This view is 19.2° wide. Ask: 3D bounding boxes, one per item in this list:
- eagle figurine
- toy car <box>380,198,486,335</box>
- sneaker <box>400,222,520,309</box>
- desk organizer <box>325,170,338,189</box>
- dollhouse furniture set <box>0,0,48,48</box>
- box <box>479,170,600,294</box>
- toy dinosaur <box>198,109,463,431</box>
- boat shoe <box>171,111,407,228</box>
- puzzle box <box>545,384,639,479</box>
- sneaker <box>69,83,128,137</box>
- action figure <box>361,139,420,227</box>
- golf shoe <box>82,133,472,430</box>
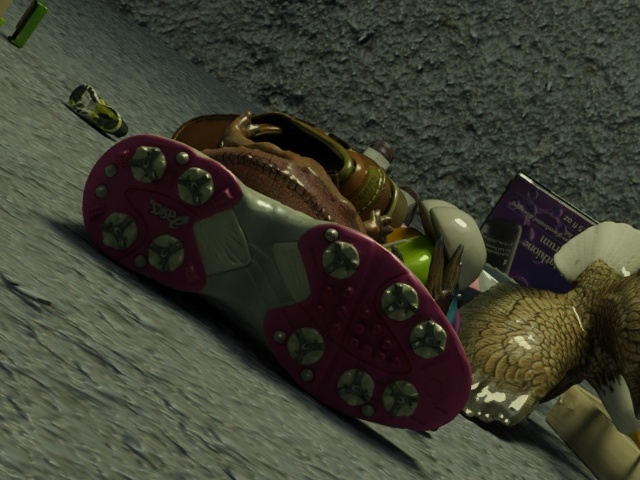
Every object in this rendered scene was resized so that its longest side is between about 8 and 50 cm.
[{"bbox_3d":[0.257,0.095,1.779,0.225,0.226,0.298,37,5,24],"label":"eagle figurine"},{"bbox_3d":[0.071,0.047,1.672,0.182,0.159,0.136,-126,-162,-83],"label":"toy car"},{"bbox_3d":[0.094,0.053,1.948,0.319,0.112,0.131,31,22,-1],"label":"sneaker"},{"bbox_3d":[-0.047,-0.034,1.691,0.130,0.050,0.047,-2,6,0],"label":"desk organizer"},{"bbox_3d":[-0.395,-0.287,2.188,0.151,0.059,0.076,32,5,-20],"label":"dollhouse furniture set"},{"bbox_3d":[0.223,0.049,2.069,0.153,0.207,0.108,33,5,4],"label":"box"},{"bbox_3d":[0.000,0.000,1.456,0.295,0.127,0.200,41,-6,-24],"label":"toy dinosaur"},{"bbox_3d":[-0.049,-0.084,1.842,0.307,0.111,0.104,16,-22,42],"label":"boat shoe"},{"bbox_3d":[0.392,0.280,1.850,0.272,0.052,0.409,32,6,-15],"label":"puzzle box"},{"bbox_3d":[-0.231,-0.131,1.963,0.083,0.031,0.035,43,-4,36],"label":"sneaker"},{"bbox_3d":[0.039,-0.025,2.209,0.185,0.099,0.285,45,23,4],"label":"action figure"},{"bbox_3d":[-0.022,0.026,1.348,0.306,0.115,0.140,35,2,5],"label":"golf shoe"}]
